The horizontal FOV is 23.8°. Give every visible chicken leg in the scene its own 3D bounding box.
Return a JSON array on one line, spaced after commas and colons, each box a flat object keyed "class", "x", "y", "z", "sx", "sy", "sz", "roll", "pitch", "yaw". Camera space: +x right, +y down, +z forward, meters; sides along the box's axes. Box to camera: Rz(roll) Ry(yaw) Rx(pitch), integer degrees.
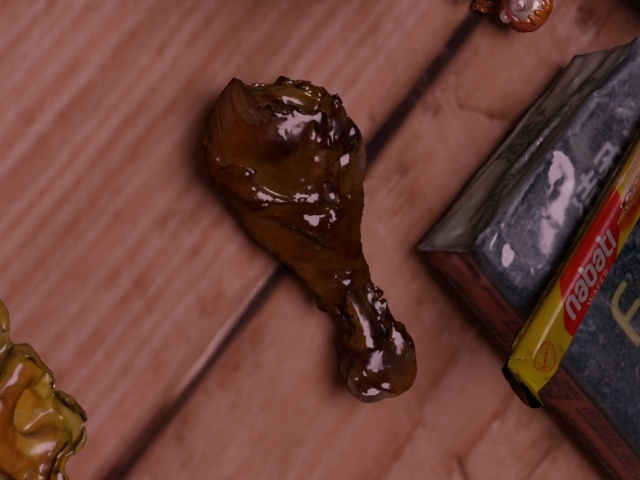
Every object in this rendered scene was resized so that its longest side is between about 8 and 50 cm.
[{"class": "chicken leg", "x": 0.000, "y": -0.001, "z": 1.032, "sx": 0.107, "sy": 0.087, "sz": 0.252, "roll": -26, "pitch": 108, "yaw": -8}]

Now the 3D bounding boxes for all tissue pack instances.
[{"class": "tissue pack", "x": 0.244, "y": 0.038, "z": 1.154, "sx": 0.316, "sy": 0.103, "sz": 0.228, "roll": 49, "pitch": 64, "yaw": -20}]

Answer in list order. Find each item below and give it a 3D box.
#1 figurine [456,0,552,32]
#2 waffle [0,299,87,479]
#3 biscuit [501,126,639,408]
[{"class": "figurine", "x": 0.125, "y": -0.196, "z": 1.131, "sx": 0.109, "sy": 0.047, "sz": 0.064, "roll": 34, "pitch": 78, "yaw": -15}, {"class": "waffle", "x": -0.273, "y": 0.151, "z": 0.841, "sx": 0.302, "sy": 0.068, "sz": 0.325, "roll": -8, "pitch": 105, "yaw": -24}, {"class": "biscuit", "x": 0.204, "y": -0.015, "z": 1.058, "sx": 0.292, "sy": 0.026, "sz": 0.048, "roll": -57, "pitch": 134, "yaw": -18}]
